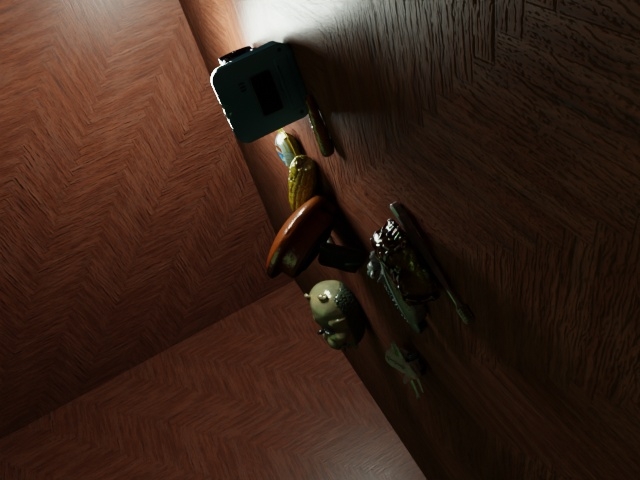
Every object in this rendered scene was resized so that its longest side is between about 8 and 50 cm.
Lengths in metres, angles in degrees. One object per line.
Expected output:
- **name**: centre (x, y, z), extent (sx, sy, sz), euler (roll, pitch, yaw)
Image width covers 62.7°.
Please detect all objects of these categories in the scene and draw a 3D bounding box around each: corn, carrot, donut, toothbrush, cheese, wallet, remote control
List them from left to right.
- **cheese**: centre (-0.115, -0.324, 2.040), extent (0.177, 0.069, 0.270), euler (55, 168, 35)
- **corn**: centre (-0.066, -0.198, 2.001), extent (0.120, 0.120, 0.363), euler (58, 168, 23)
- **carrot**: centre (-0.008, -0.336, 1.550), extent (0.191, 0.047, 0.047), euler (66, 169, -20)
- **wallet**: centre (0.071, 0.067, 1.945), extent (0.165, 0.042, 0.309), euler (16, 166, 1)
- **donut**: centre (0.200, 0.057, 1.304), extent (0.230, 0.096, 0.216), euler (56, -176, -24)
- **remote control**: centre (0.258, 0.198, 1.653), extent (0.222, 0.042, 0.072), euler (57, 169, 32)
- **toothbrush**: centre (0.265, 0.050, 1.268), extent (0.342, 0.025, 0.030), euler (59, 171, 15)

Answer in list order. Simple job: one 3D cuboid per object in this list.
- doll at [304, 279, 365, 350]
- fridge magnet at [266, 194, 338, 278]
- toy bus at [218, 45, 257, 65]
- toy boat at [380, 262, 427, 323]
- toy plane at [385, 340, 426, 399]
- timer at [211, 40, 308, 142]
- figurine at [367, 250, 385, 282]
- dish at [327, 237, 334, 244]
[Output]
- **doll**: centre (0.076, 0.356, 2.437), extent (0.349, 0.247, 0.247), euler (58, 172, -22)
- **fridge magnet**: centre (-0.072, -0.005, 1.939), extent (0.155, 0.363, 0.363), euler (36, 166, 7)
- **toy bus**: centre (-0.235, -0.555, 1.829), extent (0.287, 0.138, 0.175), euler (50, 164, 48)
- **toy boat**: centre (0.227, 0.122, 1.499), extent (0.085, 0.078, 0.260), euler (11, 132, 58)
- **toy plane**: centre (0.307, 0.444, 1.907), extent (0.251, 0.101, 0.255), euler (65, 173, -17)
- **timer**: centre (-0.177, -0.435, 1.542), extent (0.091, 0.250, 0.231), euler (45, 160, 55)
- **figurine**: centre (0.176, 0.088, 1.646), extent (0.082, 0.094, 0.086), euler (27, 134, -2)
- **dish**: centre (0.000, 0.000, 2.350), extent (0.154, 0.064, 0.234), euler (64, 169, -6)
